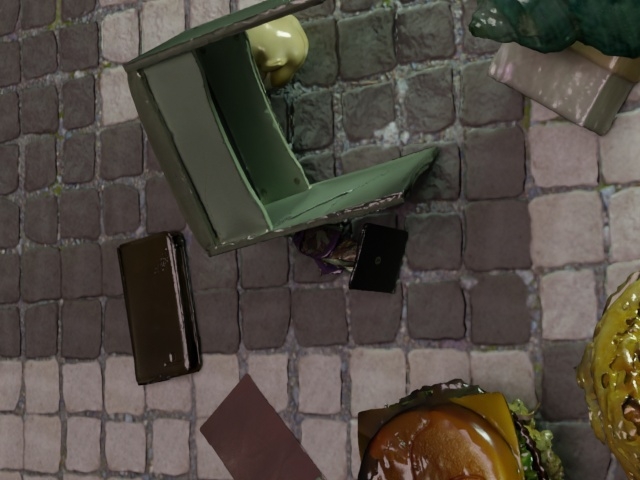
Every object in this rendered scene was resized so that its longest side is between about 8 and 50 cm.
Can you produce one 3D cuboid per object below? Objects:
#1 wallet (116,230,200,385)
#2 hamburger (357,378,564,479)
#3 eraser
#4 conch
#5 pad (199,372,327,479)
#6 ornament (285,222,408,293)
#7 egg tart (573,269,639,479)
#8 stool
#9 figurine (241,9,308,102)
[{"bbox_3d":[-0.221,0.092,1.609,0.110,0.031,0.198,-15,79,32],"label":"wallet"},{"bbox_3d":[0.145,0.274,1.280,0.262,0.139,0.243,-10,79,33],"label":"hamburger"},{"bbox_3d":[0.318,-0.294,1.243,0.144,0.078,0.343,35,106,32],"label":"eraser"},{"bbox_3d":[0.245,-0.256,1.161,0.202,0.134,0.196,-33,68,29],"label":"conch"},{"bbox_3d":[-0.076,0.276,1.512,0.113,0.006,0.188,-51,62,21],"label":"pad"},{"bbox_3d":[-0.003,0.000,1.437,0.203,0.081,0.088,20,95,35],"label":"ornament"},{"bbox_3d":[0.390,0.134,1.134,0.297,0.132,0.297,-14,57,22],"label":"egg tart"},{"bbox_3d":[-0.043,-0.147,1.353,0.270,0.170,0.243,-15,108,26],"label":"stool"},{"bbox_3d":[-0.085,-0.200,1.503,0.108,0.114,0.196,23,112,9],"label":"figurine"}]
